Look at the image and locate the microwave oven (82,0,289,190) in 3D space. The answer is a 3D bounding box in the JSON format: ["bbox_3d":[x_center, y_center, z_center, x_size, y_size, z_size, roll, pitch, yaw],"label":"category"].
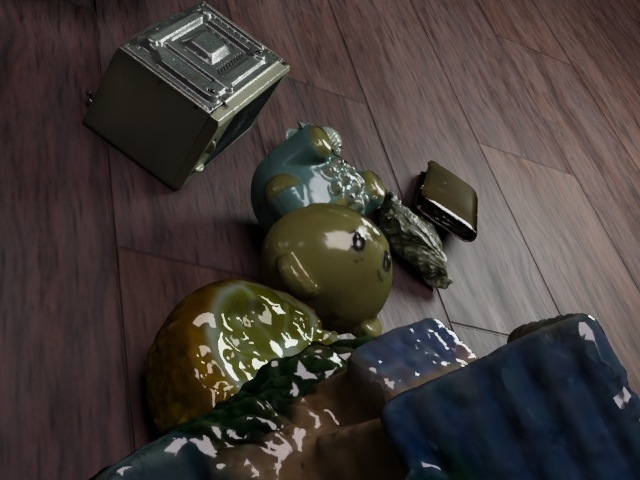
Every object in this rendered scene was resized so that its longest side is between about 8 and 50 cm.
[{"bbox_3d":[-0.182,-0.211,1.372,0.194,0.145,0.240,39,34,0],"label":"microwave oven"}]

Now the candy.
[{"bbox_3d":[-0.058,0.157,1.060,0.260,0.118,0.260,25,36,-20],"label":"candy"}]

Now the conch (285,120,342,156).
[{"bbox_3d":[-0.010,-0.142,1.516,0.085,0.056,0.076,20,43,32],"label":"conch"}]

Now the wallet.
[{"bbox_3d":[0.204,-0.064,1.595,0.110,0.031,0.198,34,22,-5],"label":"wallet"}]

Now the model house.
[{"bbox_3d":[0.083,0.250,0.742,0.445,0.400,0.395,-15,82,-44],"label":"model house"}]

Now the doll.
[{"bbox_3d":[0.000,0.000,1.259,0.177,0.161,0.260,39,25,-37],"label":"doll"}]

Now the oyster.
[{"bbox_3d":[0.134,-0.010,1.484,0.125,0.064,0.177,31,21,-34],"label":"oyster"}]
